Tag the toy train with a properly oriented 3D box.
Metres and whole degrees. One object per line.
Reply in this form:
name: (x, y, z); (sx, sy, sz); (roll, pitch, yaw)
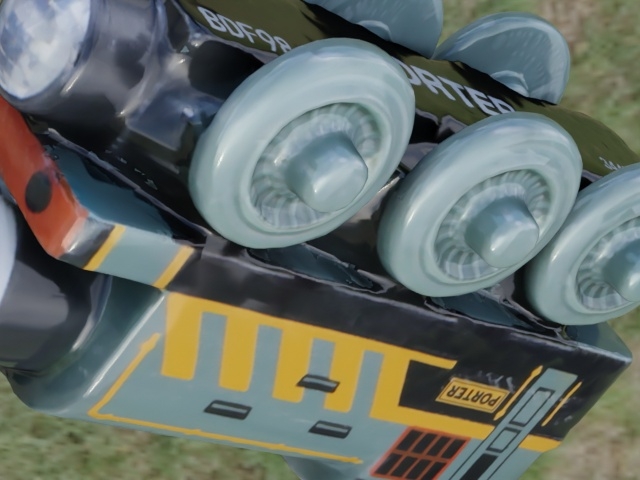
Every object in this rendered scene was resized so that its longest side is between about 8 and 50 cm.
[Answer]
toy train: (0.000, 0.000, 0.715); (0.334, 0.142, 0.190); (15, 119, -46)
